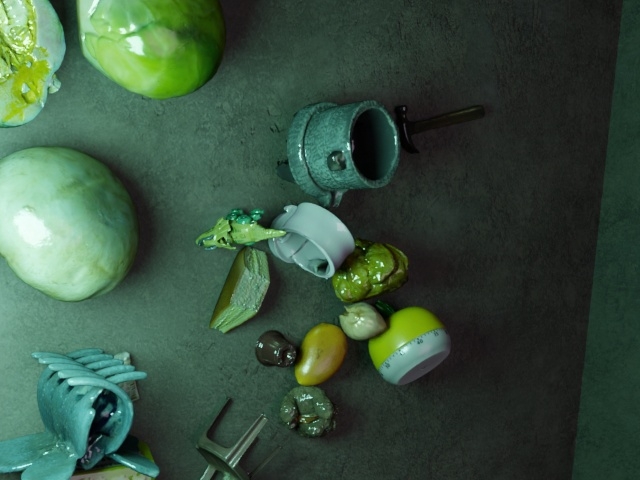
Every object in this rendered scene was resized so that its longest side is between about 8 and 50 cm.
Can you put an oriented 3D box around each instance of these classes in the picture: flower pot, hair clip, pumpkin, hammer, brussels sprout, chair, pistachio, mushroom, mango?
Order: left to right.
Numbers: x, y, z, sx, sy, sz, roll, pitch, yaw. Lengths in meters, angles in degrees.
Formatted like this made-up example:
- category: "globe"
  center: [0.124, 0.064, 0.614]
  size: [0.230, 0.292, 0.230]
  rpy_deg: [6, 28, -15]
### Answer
- category: "pumpkin"
  center: [-0.660, -0.369, 1.294]
  size: [0.263, 0.196, 0.293]
  rpy_deg: [42, 62, -50]
- category: "mushroom"
  center: [-0.540, -0.036, 1.396]
  size: [0.352, 0.260, 0.352]
  rpy_deg: [48, 29, -37]
- category: "hair clip"
  center: [-0.520, 0.379, 1.447]
  size: [0.391, 0.318, 0.239]
  rpy_deg: [7, 89, -39]
- category: "brussels sprout"
  center: [-0.376, -0.470, 1.491]
  size: [0.343, 0.268, 0.345]
  rpy_deg: [8, 73, -27]
- category: "chair"
  center: [-0.268, 0.619, 1.786]
  size: [0.326, 0.175, 0.183]
  rpy_deg: [-50, 134, -31]
- category: "flower pot"
  center: [-0.120, 0.319, 1.921]
  size: [0.111, 0.089, 0.111]
  rpy_deg: [-7, 100, -40]
- category: "mango"
  center: [0.001, 0.349, 2.021]
  size: [0.217, 0.102, 0.141]
  rpy_deg: [-48, 117, -28]
- category: "flower pot"
  center: [0.043, -0.236, 1.851]
  size: [0.299, 0.282, 0.299]
  rpy_deg: [-4, 95, -49]
- category: "pistachio"
  center: [0.129, 0.254, 2.062]
  size: [0.200, 0.145, 0.117]
  rpy_deg: [83, 33, -78]
- category: "hammer"
  center: [0.424, -0.416, 2.310]
  size: [0.439, 0.044, 0.169]
  rpy_deg: [-21, 109, -37]

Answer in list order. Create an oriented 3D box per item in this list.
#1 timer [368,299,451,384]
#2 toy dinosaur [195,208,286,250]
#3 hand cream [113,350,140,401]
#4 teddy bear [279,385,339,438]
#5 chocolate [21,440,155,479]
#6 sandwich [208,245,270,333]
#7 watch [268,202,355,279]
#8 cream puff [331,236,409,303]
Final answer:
- category: "timer"
  center: [0.265, 0.304, 2.179]
  size: [0.285, 0.285, 0.286]
  rpy_deg: [-7, 101, -40]
- category: "toy dinosaur"
  center: [-0.189, -0.026, 1.729]
  size: [0.153, 0.259, 0.094]
  rpy_deg: [-53, 133, -56]
- category: "hand cream"
  center: [-0.483, 0.342, 1.653]
  size: [0.061, 0.039, 0.144]
  rpy_deg: [-17, 116, -38]
- category: "teddy bear"
  center: [-0.027, 0.523, 2.015]
  size: [0.176, 0.140, 0.190]
  rpy_deg: [-13, 122, 4]
- category: "chocolate"
  center: [-0.534, 0.643, 1.557]
  size: [0.300, 0.137, 0.289]
  rpy_deg: [3, 87, -37]
- category: "sandwich"
  center: [-0.212, 0.135, 1.818]
  size: [0.094, 0.096, 0.258]
  rpy_deg: [30, 74, -34]
- category: "watch"
  center: [0.000, 0.000, 1.886]
  size: [0.196, 0.231, 0.244]
  rpy_deg: [-52, 122, -25]
- category: "cream puff"
  center: [0.146, 0.098, 2.025]
  size: [0.244, 0.196, 0.244]
  rpy_deg: [-25, 148, -17]
